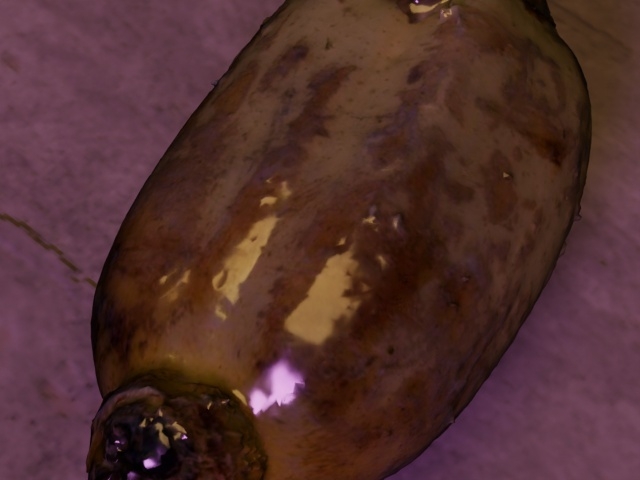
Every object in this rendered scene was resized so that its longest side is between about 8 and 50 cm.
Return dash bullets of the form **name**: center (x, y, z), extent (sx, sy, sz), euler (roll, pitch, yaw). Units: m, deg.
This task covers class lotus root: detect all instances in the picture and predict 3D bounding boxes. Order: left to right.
- **lotus root**: center (0.000, 0.000, 0.721), extent (0.173, 0.173, 0.309), euler (28, 61, 11)
